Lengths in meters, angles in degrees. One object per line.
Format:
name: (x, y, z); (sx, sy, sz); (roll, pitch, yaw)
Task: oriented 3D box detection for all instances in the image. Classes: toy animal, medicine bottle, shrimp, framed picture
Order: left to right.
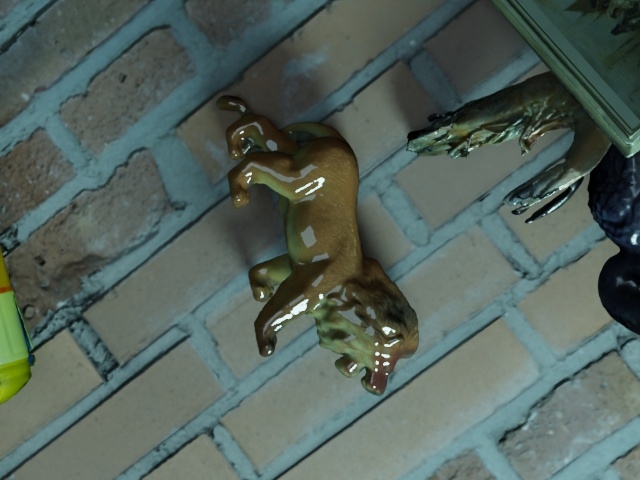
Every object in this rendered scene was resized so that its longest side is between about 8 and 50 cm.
medicine bottle: (-0.364, 0.053, 1.659); (0.124, 0.124, 0.239); (-16, 91, 13)
toy animal: (0.000, 0.000, 1.595); (0.157, 0.097, 0.312); (-10, 89, 1)
shrimp: (0.173, -0.081, 1.521); (0.219, 0.046, 0.152); (-12, 53, 30)
framed picture: (0.274, -0.231, 1.482); (0.217, 0.017, 0.274); (-42, 60, 8)
toy animal: (0.323, -0.062, 1.481); (0.185, 0.122, 0.298); (-16, 74, 37)
